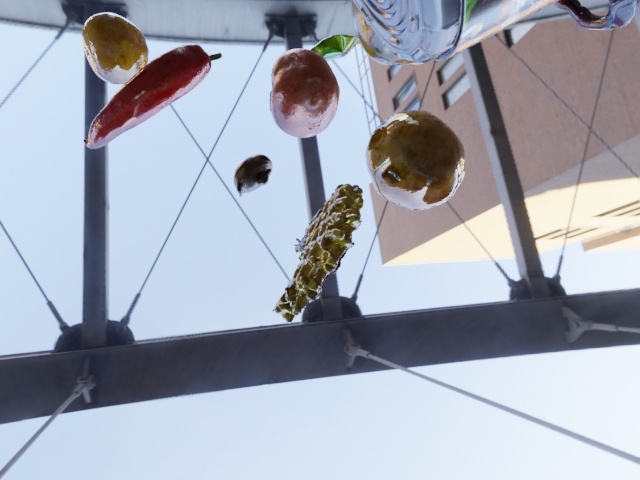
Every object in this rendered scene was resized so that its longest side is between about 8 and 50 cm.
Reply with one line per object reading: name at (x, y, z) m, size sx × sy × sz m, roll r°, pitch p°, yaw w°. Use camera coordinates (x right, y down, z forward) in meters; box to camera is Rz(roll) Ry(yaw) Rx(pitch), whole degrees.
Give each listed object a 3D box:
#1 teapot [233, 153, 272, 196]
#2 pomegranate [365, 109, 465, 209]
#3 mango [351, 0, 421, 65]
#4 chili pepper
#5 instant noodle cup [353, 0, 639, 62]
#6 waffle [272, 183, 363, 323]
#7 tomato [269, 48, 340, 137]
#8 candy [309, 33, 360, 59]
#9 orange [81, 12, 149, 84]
teapot at (-0.172, -0.166, 1.102) m, size 0.078 × 0.098 × 0.129 m, roll 37°, pitch -113°, yaw 23°
pomegranate at (0.231, -0.196, 1.030) m, size 0.248 × 0.248 × 0.248 m, roll 5°, pitch -107°, yaw -17°
mango at (0.154, -0.499, 0.838) m, size 0.173 × 0.211 × 0.317 m, roll -5°, pitch -94°, yaw -32°
chili pepper at (-0.356, -0.322, 0.899) m, size 0.368 × 0.137 × 0.092 m, roll -37°, pitch -66°, yaw -11°
instant noodle cup at (0.104, -0.252, 0.302) m, size 0.181 × 0.258 × 0.302 m, roll -32°, pitch -70°, yaw 4°
waffle at (0.000, 0.000, 0.845) m, size 0.069 × 0.260 × 0.293 m, roll 30°, pitch -151°, yaw -11°
tomato at (-0.042, -0.399, 1.152) m, size 0.189 × 0.232 × 0.232 m, roll 3°, pitch -107°, yaw -6°
candy at (0.037, -0.648, 1.423) m, size 0.246 × 0.149 × 0.069 m, roll -11°, pitch -73°, yaw 15°
orange at (-0.483, -0.454, 1.007) m, size 0.136 × 0.159 × 0.159 m, roll -23°, pitch -98°, yaw -30°
